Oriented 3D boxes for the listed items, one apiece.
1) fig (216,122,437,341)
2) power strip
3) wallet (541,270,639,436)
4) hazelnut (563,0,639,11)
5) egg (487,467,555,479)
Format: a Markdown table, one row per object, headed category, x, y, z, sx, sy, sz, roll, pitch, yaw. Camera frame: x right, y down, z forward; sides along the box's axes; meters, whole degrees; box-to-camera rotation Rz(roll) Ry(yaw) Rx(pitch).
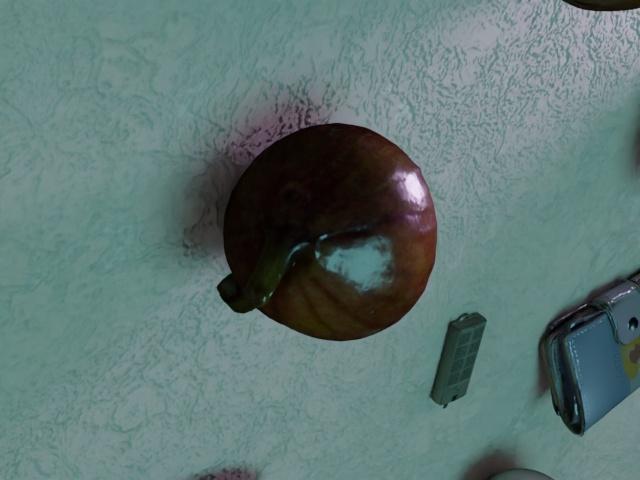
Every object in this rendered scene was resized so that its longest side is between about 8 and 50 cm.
| category | x | y | z | sx | sy | sz | roll | pitch | yaw |
| --- | --- | --- | --- | --- | --- | --- | --- | --- | --- |
| fig | 0.001 | -0.001 | 1.152 | 0.205 | 0.205 | 0.205 | -26 | 136 | -29 |
| power strip | 0.163 | 0.147 | 1.581 | 0.051 | 0.019 | 0.136 | -17 | 130 | -39 |
| wallet | 0.391 | 0.135 | 1.763 | 0.231 | 0.069 | 0.170 | -29 | 119 | -31 |
| hazelnut | 0.294 | -0.301 | 1.229 | 0.180 | 0.181 | 0.212 | -66 | 156 | -16 |
| egg | 0.272 | 0.385 | 1.775 | 0.151 | 0.151 | 0.209 | -40 | 135 | -14 |
